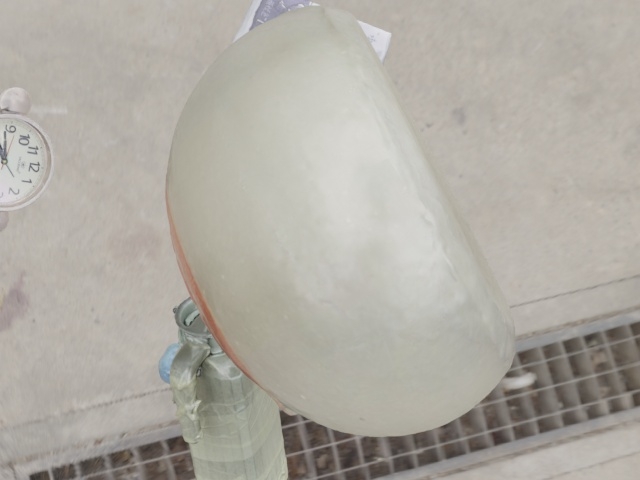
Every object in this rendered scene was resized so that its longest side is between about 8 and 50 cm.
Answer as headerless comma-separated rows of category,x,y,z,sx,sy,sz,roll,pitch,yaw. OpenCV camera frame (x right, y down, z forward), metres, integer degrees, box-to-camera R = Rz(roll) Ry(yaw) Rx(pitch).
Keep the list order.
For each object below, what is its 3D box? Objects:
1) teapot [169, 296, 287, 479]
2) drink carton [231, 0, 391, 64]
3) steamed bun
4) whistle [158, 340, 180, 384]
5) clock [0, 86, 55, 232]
teapot,-0.086,0.146,0.953,0.077,0.200,0.107,10,35,25
drink carton,-0.017,-0.281,1.718,0.222,0.102,0.134,21,64,0
steamed bun,0.000,0.000,0.723,0.177,0.283,0.283,-28,84,8
whistle,-0.184,0.176,1.787,0.093,0.269,0.180,15,102,7
clock,-0.491,-0.123,1.718,0.156,0.063,0.229,7,97,-34
